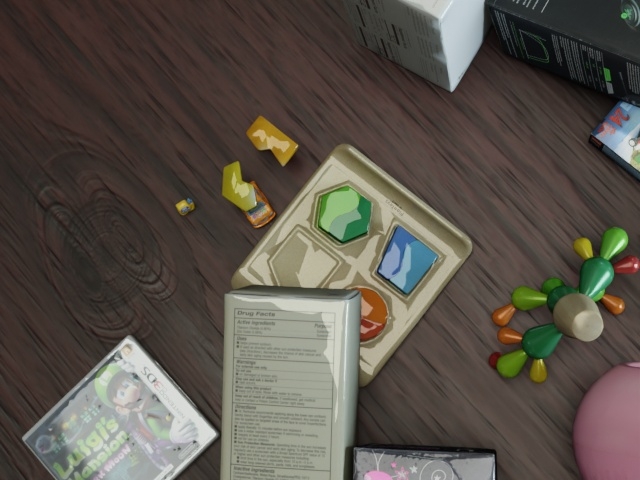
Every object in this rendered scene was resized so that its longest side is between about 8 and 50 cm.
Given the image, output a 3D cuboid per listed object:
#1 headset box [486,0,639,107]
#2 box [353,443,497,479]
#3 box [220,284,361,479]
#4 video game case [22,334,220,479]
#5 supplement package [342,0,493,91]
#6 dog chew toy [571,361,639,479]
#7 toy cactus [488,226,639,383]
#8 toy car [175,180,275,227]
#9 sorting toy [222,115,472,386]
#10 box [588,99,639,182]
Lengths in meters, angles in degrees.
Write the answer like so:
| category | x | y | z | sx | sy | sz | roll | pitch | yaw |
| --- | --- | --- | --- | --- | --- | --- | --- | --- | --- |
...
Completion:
| category | x | y | z | sx | sy | sz | roll | pitch | yaw |
| --- | --- | --- | --- | --- | --- | --- | --- | --- | --- |
| headset box | 0.381 | -0.295 | 1.291 | 0.283 | 0.131 | 0.246 | 27 | 82 | 25 |
| box | 0.116 | 0.356 | 1.254 | 0.163 | 0.142 | 0.247 | 1 | 80 | 9 |
| box | -0.033 | 0.210 | 1.283 | 0.148 | 0.121 | 0.311 | 4 | 93 | 10 |
| video game case | -0.249 | 0.244 | 1.392 | 0.190 | 0.022 | 0.173 | -44 | 77 | 0 |
| supplement package | 0.137 | -0.325 | 1.301 | 0.145 | 0.262 | 0.204 | 31 | 86 | 12 |
| dog chew toy | 0.374 | 0.300 | 1.201 | 0.207 | 0.206 | 0.331 | 1 | 89 | 9 |
| toy cactus | 0.282 | 0.085 | 1.262 | 0.219 | 0.180 | 0.112 | -40 | 97 | 6 |
| toy car | -0.121 | -0.036 | 1.408 | 0.122 | 0.040 | 0.060 | -17 | 78 | 5 |
| sorting toy | 0.000 | 0.000 | 1.358 | 0.307 | 0.041 | 0.229 | 38 | 89 | 3 |
| box | 0.458 | -0.160 | 1.335 | 0.159 | 0.044 | 0.233 | 41 | 89 | 13 |
